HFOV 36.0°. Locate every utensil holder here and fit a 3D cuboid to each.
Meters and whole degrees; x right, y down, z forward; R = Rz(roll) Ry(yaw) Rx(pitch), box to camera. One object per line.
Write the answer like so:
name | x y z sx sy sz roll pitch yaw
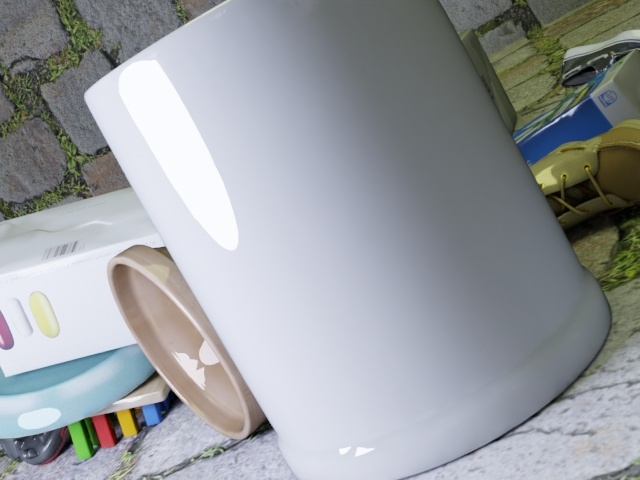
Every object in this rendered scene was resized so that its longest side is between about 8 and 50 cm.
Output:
utensil holder | 0.020 -0.033 0.869 0.328 0.385 0.327 -29 11 6

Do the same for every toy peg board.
toy peg board | -0.263 0.222 1.333 0.161 0.079 0.161 -13 14 7

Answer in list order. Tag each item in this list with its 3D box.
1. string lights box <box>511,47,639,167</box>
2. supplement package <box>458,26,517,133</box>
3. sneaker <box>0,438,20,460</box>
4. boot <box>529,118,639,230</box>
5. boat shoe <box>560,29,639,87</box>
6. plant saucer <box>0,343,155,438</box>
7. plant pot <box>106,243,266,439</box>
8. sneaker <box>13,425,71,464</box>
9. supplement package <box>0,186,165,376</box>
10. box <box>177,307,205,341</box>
string lights box | 0.308 -0.127 1.267 0.260 0.076 0.133 -35 5 39
supplement package | 0.206 -0.243 1.868 0.263 0.199 0.198 -25 12 22
sneaker | -0.482 0.240 1.611 0.125 0.139 0.341 -35 9 -10
boot | 0.253 -0.039 1.063 0.203 0.095 0.262 -32 9 -13
boat shoe | 0.518 -0.312 1.739 0.219 0.078 0.070 -7 59 57
plant saucer | -0.357 0.153 1.353 0.318 0.043 0.317 -13 25 6
plant pot | -0.116 0.088 1.060 0.110 0.237 0.237 -38 13 -26
sneaker | -0.365 0.230 1.472 0.098 0.135 0.276 -13 39 20
supplement package | -0.307 0.044 1.325 0.262 0.145 0.204 -15 25 4
box | -0.019 0.026 1.276 0.279 0.177 0.290 -27 11 7
